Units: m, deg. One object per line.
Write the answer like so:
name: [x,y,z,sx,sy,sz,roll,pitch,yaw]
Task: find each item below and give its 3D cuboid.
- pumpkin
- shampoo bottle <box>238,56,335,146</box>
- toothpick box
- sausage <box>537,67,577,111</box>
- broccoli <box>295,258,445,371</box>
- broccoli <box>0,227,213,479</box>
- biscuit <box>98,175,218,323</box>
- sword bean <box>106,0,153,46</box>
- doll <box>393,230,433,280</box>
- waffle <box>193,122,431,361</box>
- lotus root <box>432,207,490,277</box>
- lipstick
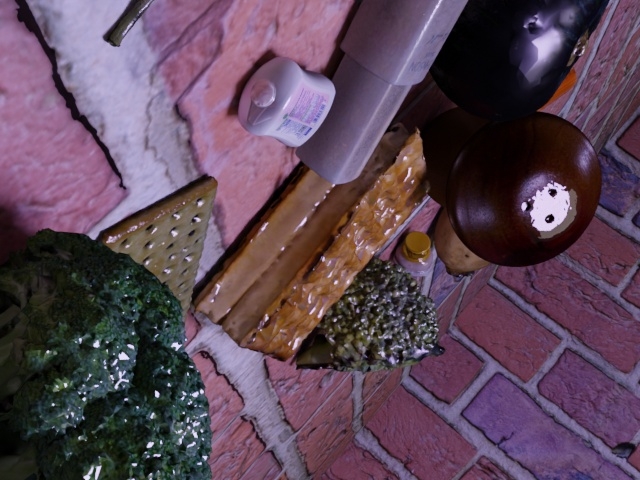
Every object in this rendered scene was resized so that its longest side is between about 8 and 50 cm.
pumpkin: [0.213,-0.242,0.875,0.233,0.163,0.233,-49,167,-16]
shampoo bottle: [-0.032,-0.119,0.699,0.072,0.043,0.099,-56,162,13]
toothpick box: [0.228,-0.083,1.052,0.192,0.192,0.294,-53,-162,7]
sausage: [0.371,-0.258,1.411,0.234,0.071,0.071,-33,156,-45]
broccoli: [0.069,0.124,1.371,0.242,0.273,0.180,-5,87,-55]
broccoli: [-0.197,0.118,0.484,0.270,0.270,0.270,11,124,-31]
biscuit: [-0.160,0.045,0.760,0.139,0.016,0.231,-35,156,-41]
sword bean: [-0.103,-0.152,0.501,0.083,0.012,0.012,-49,163,-3]
doll: [0.174,0.026,1.508,0.127,0.073,0.084,94,7,-59]
waffle: [-0.001,-0.001,0.952,0.308,0.091,0.213,-51,163,-4]
lotus root: [0.313,-0.040,1.598,0.160,0.146,0.284,-13,136,-33]
lipstick: [0.061,-0.172,0.769,0.079,0.077,0.252,-27,150,-54]
